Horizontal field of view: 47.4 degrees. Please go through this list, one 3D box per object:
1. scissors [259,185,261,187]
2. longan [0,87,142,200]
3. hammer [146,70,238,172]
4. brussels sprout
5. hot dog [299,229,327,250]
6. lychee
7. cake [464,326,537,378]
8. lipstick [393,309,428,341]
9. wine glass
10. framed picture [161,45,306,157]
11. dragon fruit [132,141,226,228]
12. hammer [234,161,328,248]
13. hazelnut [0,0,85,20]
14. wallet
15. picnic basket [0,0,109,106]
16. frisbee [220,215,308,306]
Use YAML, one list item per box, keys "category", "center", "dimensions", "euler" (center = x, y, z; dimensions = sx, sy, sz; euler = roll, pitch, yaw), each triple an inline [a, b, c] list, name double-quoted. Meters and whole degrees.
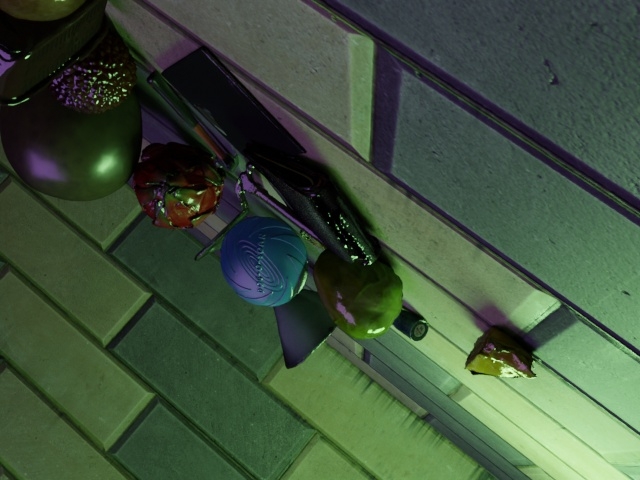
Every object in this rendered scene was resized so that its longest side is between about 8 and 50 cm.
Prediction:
- category: "scissors"
  center: [-0.161, -0.126, 1.723]
  dimensions: [0.039, 0.012, 0.113]
  euler: [43, 168, -16]
- category: "longan"
  center: [-0.569, -0.265, 1.695]
  dimensions: [0.361, 0.361, 0.361]
  euler: [38, 168, 10]
- category: "hammer"
  center: [-0.272, -0.249, 1.567]
  dimensions: [0.111, 0.033, 0.287]
  euler: [26, 162, 51]
- category: "brussels sprout"
  center: [0.071, 0.104, 1.492]
  dimensions: [0.223, 0.161, 0.223]
  euler: [37, 160, 16]
- category: "hot dog"
  center: [0.000, 0.000, 1.621]
  dimensions: [0.133, 0.041, 0.056]
  euler: [42, 168, -12]
- category: "lychee"
  center: [-0.464, -0.343, 1.451]
  dimensions: [0.188, 0.188, 0.188]
  euler: [38, 168, 10]
- category: "cake"
  center: [0.339, 0.215, 1.346]
  dimensions: [0.116, 0.079, 0.185]
  euler: [24, 155, 12]
- category: "lipstick"
  center: [0.161, 0.167, 1.737]
  dimensions: [0.234, 0.053, 0.053]
  euler: [31, 165, 51]
- category: "wine glass"
  center: [-0.136, 0.122, 2.022]
  dimensions: [0.406, 0.267, 0.267]
  euler: [46, 168, -2]
- category: "framed picture"
  center: [-0.171, -0.241, 1.342]
  dimensions: [0.244, 0.013, 0.324]
  euler: [45, 168, -21]
- category: "dragon fruit"
  center: [-0.352, -0.137, 1.744]
  dimensions: [0.234, 0.233, 0.293]
  euler: [38, -177, 11]
- category: "hammer"
  center: [-0.059, -0.049, 1.575]
  dimensions: [0.297, 0.027, 0.125]
  euler: [34, 134, 6]
- category: "hazelnut"
  center: [-0.405, -0.422, 1.032]
  dimensions: [0.214, 0.177, 0.214]
  euler: [46, 143, 51]
- category: "wallet"
  center: [-0.022, -0.071, 1.361]
  dimensions: [0.262, 0.071, 0.221]
  euler: [34, 170, 47]
- category: "picnic basket"
  center: [-0.474, -0.379, 1.174]
  dimensions: [0.222, 0.296, 0.129]
  euler: [43, 143, -14]
- category: "frisbee"
  center: [-0.148, 0.058, 1.857]
  dimensions: [0.242, 0.242, 0.045]
  euler: [39, -158, 3]
